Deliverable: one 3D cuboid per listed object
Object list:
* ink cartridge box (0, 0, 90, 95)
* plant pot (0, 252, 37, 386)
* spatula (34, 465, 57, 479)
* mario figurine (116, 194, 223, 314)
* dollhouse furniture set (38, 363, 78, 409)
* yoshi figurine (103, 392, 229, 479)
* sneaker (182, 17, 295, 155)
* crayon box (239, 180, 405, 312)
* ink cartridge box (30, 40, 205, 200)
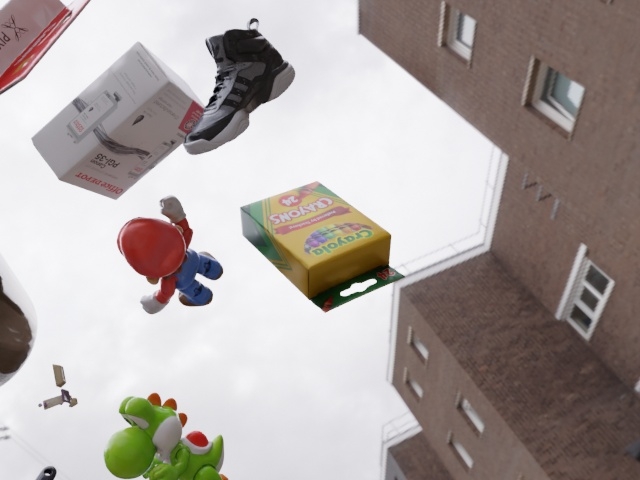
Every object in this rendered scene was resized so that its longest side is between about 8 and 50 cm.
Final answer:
[{"bbox_3d":[-0.417,-0.257,0.816,0.261,0.296,0.066,-22,-52,31],"label":"ink cartridge box"},{"bbox_3d":[-0.547,0.096,0.848,0.323,0.323,0.280,-31,-22,-6],"label":"plant pot"},{"bbox_3d":[-0.529,0.510,1.049,0.084,0.296,0.030,21,-51,-2],"label":"spatula"},{"bbox_3d":[-0.331,0.033,1.310,0.170,0.198,0.320,-18,-25,6],"label":"mario figurine"},{"bbox_3d":[-0.729,0.404,1.699,0.081,0.114,0.091,-19,-21,-4],"label":"dollhouse furniture set"},{"bbox_3d":[-0.351,0.517,1.406,0.203,0.203,0.362,-32,-70,15],"label":"yoshi figurine"},{"bbox_3d":[-0.171,-0.277,1.095,0.268,0.101,0.153,-48,-58,-25],"label":"sneaker"},{"bbox_3d":[0.000,0.000,1.260,0.202,0.318,0.081,-22,-49,-28],"label":"crayon box"},{"bbox_3d":[-0.385,-0.224,1.232,0.283,0.117,0.207,-40,-14,6],"label":"ink cartridge box"}]
